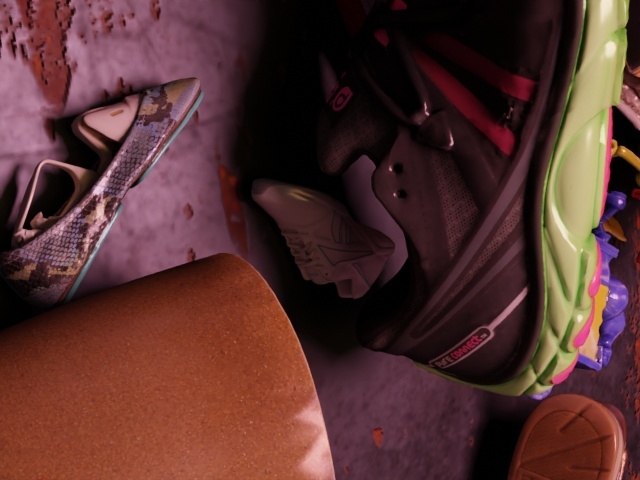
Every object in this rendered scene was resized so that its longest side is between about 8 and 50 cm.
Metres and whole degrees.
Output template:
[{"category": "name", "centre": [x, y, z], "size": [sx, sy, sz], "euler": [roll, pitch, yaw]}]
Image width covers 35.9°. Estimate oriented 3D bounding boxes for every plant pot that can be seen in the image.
[{"category": "plant pot", "centre": [-0.155, 0.140, 0.567], "size": [0.254, 0.237, 0.237], "euler": [-8, 102, -25]}]

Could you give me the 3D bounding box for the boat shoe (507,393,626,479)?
[{"category": "boat shoe", "centre": [0.212, 0.310, 0.955], "size": [0.123, 0.123, 0.342], "euler": [14, 96, -58]}]

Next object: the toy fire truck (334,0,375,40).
[{"category": "toy fire truck", "centre": [0.094, -0.293, 0.758], "size": [0.254, 0.169, 0.302], "euler": [-33, 117, -12]}]

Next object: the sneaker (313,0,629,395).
[{"category": "sneaker", "centre": [0.093, -0.117, 0.662], "size": [0.185, 0.202, 0.482], "euler": [-61, 153, -73]}]

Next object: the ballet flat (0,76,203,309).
[{"category": "ballet flat", "centre": [-0.145, -0.045, 0.637], "size": [0.070, 0.070, 0.188], "euler": [45, 64, -36]}]

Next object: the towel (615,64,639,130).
[{"category": "towel", "centre": [0.361, -0.109, 0.946], "size": [0.282, 0.049, 0.187], "euler": [44, 28, 5]}]

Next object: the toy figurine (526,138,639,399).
[{"category": "toy figurine", "centre": [0.227, 0.042, 0.899], "size": [0.363, 0.191, 0.217], "euler": [23, 86, -40]}]

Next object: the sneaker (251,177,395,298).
[{"category": "sneaker", "centre": [0.000, 0.000, 0.774], "size": [0.152, 0.054, 0.061], "euler": [33, 77, -40]}]

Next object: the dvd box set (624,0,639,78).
[{"category": "dvd box set", "centre": [0.392, -0.249, 0.982], "size": [0.420, 0.062, 0.307], "euler": [11, 58, -42]}]
